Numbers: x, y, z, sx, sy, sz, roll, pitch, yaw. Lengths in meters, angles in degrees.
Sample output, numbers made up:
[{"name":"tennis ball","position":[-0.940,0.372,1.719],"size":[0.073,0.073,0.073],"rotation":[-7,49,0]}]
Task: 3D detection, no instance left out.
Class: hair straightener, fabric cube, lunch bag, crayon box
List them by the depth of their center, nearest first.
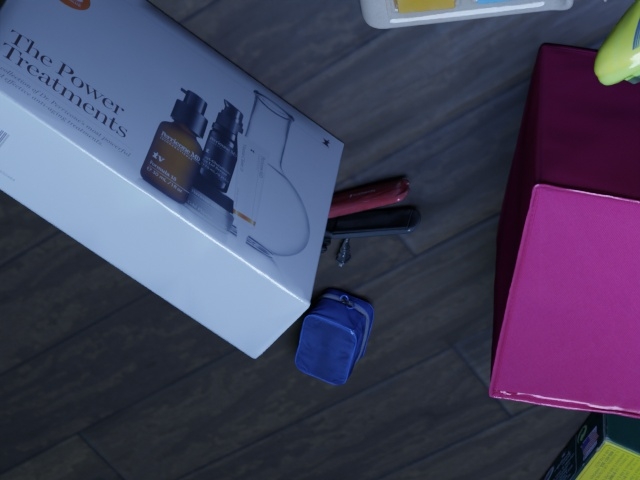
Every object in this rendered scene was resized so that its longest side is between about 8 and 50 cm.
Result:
[{"name":"fabric cube","position":[0.309,-0.003,1.580],"size":[0.259,0.258,0.254],"rotation":[10,125,1]},{"name":"hair straightener","position":[0.000,0.000,1.755],"size":[0.230,0.047,0.089],"rotation":[-14,121,18]},{"name":"lunch bag","position":[0.017,0.101,1.814],"size":[0.067,0.065,0.098],"rotation":[23,127,11]},{"name":"crayon box","position":[0.418,0.331,1.904],"size":[0.318,0.081,0.202],"rotation":[25,125,-8]}]

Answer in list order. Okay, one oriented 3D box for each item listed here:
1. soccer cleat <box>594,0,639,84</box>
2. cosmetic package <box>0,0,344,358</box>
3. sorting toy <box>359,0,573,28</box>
[{"name":"soccer cleat","position":[0.334,-0.243,1.372],"size":[0.289,0.093,0.121],"rotation":[-39,93,10]},{"name":"cosmetic package","position":[-0.163,-0.098,1.567],"size":[0.377,0.284,0.097],"rotation":[35,121,-16]},{"name":"sorting toy","position":[0.129,-0.291,1.539],"size":[0.208,0.038,0.193],"rotation":[-3,124,11]}]
